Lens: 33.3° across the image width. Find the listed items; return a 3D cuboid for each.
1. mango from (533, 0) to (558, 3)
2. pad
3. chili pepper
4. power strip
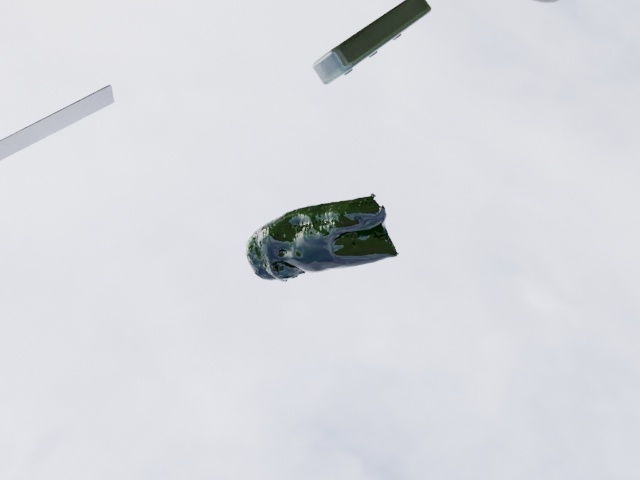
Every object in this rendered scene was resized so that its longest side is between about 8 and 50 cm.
[{"bbox_3d":[0.350,-0.440,1.784,0.103,0.076,0.161,19,-174,-28],"label":"mango"},{"bbox_3d":[-0.431,-0.178,1.680,0.235,0.158,0.003,-29,-88,-9],"label":"pad"},{"bbox_3d":[-0.001,0.001,1.296,0.098,0.224,0.061,55,-135,-23],"label":"chili pepper"},{"bbox_3d":[0.093,-0.406,2.207,0.265,0.194,0.059,-38,-82,-25],"label":"power strip"}]
